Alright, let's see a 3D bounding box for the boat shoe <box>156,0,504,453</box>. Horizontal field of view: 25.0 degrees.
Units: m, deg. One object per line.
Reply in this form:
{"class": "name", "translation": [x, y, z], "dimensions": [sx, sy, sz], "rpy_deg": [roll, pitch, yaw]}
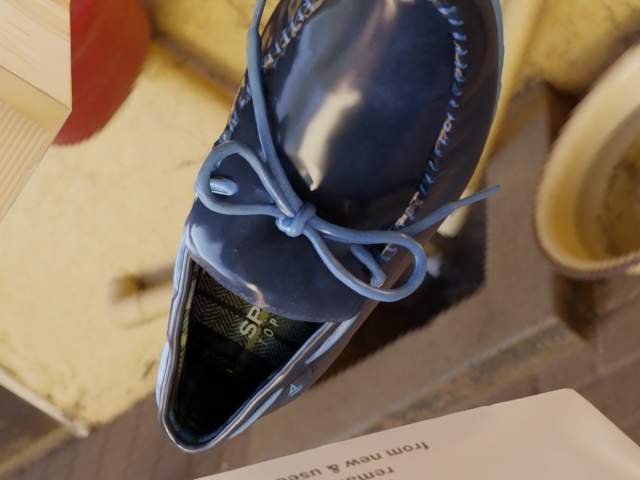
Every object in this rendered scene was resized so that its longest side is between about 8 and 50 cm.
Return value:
{"class": "boat shoe", "translation": [0.000, 0.000, 0.538], "dimensions": [0.089, 0.109, 0.258], "rpy_deg": [-58, -11, -43]}

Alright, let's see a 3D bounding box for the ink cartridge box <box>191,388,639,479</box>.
{"class": "ink cartridge box", "translation": [0.045, 0.201, 0.324], "dimensions": [0.270, 0.197, 0.198], "rpy_deg": [45, 138, 51]}

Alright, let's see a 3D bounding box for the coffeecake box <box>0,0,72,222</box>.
{"class": "coffeecake box", "translation": [-0.169, -0.084, 0.537], "dimensions": [0.068, 0.142, 0.185], "rpy_deg": [-55, 19, 12]}
